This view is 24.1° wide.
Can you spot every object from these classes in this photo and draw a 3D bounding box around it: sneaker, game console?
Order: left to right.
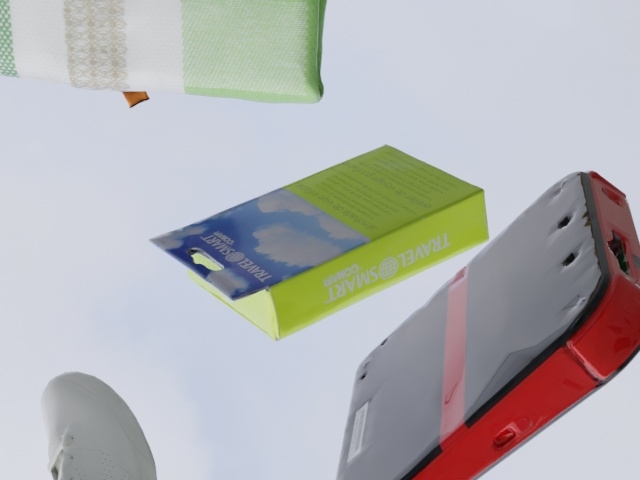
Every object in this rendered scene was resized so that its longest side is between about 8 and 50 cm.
[{"bbox_3d":[-0.163,0.182,1.043,0.094,0.080,0.212,-9,-127,-35],"label":"sneaker"},{"bbox_3d":[0.148,0.103,1.351,0.060,0.342,0.386,42,-161,-9],"label":"game console"}]

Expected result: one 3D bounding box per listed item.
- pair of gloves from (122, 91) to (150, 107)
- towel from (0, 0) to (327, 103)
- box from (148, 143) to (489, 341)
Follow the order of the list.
[{"bbox_3d":[-0.155,-0.167,1.335,0.074,0.083,0.010,61,169,-14],"label":"pair of gloves"},{"bbox_3d":[-0.071,-0.088,0.316,0.152,0.113,0.023,8,-146,8],"label":"towel"},{"bbox_3d":[0.000,0.000,0.906,0.178,0.042,0.109,-24,-149,-26],"label":"box"}]
